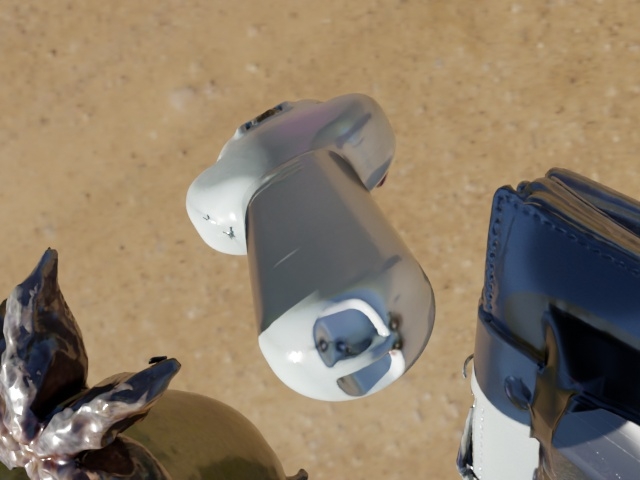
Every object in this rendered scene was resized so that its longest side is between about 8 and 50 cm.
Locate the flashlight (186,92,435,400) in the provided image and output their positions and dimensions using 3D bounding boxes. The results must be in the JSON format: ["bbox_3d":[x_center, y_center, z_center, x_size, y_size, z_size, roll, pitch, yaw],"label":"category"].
[{"bbox_3d":[0.000,0.000,0.573,0.093,0.200,0.047,-29,116,3],"label":"flashlight"}]

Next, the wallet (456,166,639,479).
[{"bbox_3d":[0.136,0.084,0.715,0.170,0.069,0.231,33,137,29],"label":"wallet"}]

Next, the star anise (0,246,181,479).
[{"bbox_3d":[-0.089,0.072,0.540,0.141,0.042,0.141,35,143,32],"label":"star anise"}]

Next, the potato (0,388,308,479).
[{"bbox_3d":[-0.110,0.155,0.666,0.159,0.251,0.174,62,156,5],"label":"potato"}]
